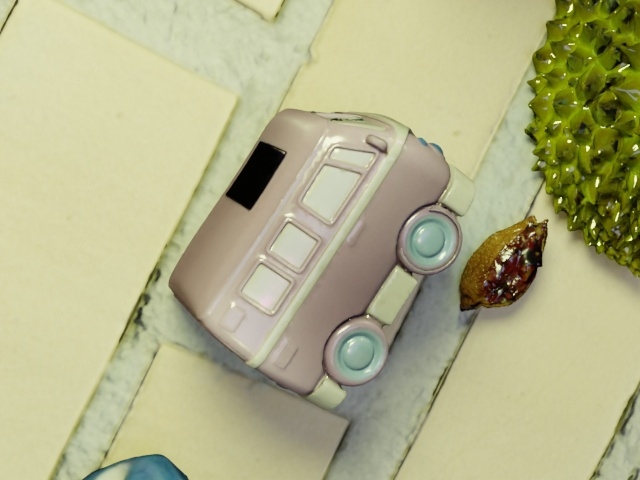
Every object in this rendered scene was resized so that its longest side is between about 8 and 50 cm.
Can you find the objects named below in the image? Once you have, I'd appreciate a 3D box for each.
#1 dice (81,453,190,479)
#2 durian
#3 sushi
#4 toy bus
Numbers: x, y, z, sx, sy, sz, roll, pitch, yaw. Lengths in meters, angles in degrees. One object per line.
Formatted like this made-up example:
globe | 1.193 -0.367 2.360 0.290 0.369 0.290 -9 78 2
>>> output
dice | -0.127 0.248 0.856 0.146 0.146 0.143 -36 110 -10
durian | 0.280 -0.161 0.960 0.169 0.157 0.356 28 90 -56
sushi | 0.151 0.023 0.960 0.050 0.047 0.099 33 90 -23
toy bus | 0.000 0.000 0.857 0.142 0.142 0.203 34 88 -21
